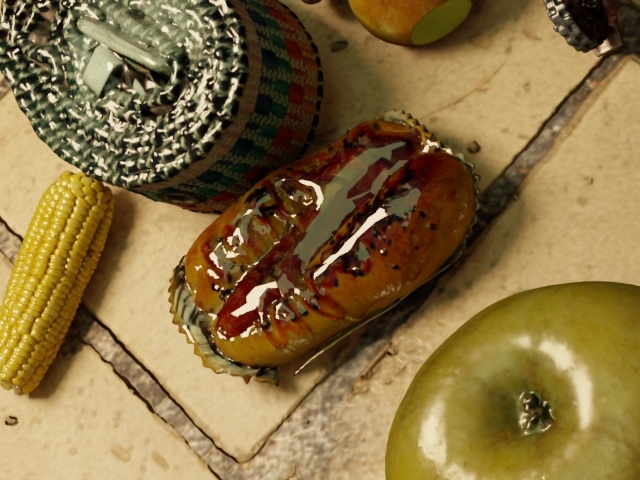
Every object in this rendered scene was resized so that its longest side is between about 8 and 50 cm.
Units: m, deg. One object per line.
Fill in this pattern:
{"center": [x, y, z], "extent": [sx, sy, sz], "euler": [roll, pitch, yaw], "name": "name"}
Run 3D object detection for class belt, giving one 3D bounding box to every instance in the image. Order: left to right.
{"center": [-0.138, -0.144, 1.388], "extent": [0.295, 0.160, 0.206], "euler": [25, 96, 35], "name": "belt"}

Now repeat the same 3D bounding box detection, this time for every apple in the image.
{"center": [0.077, -0.216, 1.352], "extent": [0.114, 0.102, 0.099], "euler": [-33, 70, -2], "name": "apple"}
{"center": [0.174, 0.143, 1.067], "extent": [0.261, 0.194, 0.260], "euler": [-12, 60, 21], "name": "apple"}

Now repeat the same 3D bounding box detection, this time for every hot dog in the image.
{"center": [0.000, 0.000, 1.292], "extent": [0.270, 0.082, 0.162], "euler": [-35, 54, 8], "name": "hot dog"}

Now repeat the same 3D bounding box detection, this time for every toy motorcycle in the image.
{"center": [0.197, -0.243, 1.308], "extent": [0.084, 0.118, 0.212], "euler": [-27, 68, 31], "name": "toy motorcycle"}

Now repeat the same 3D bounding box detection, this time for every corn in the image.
{"center": [-0.233, 0.032, 1.399], "extent": [0.067, 0.067, 0.206], "euler": [13, 74, 30], "name": "corn"}

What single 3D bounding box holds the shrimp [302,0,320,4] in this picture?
{"center": [0.034, -0.320, 1.402], "extent": [0.059, 0.145, 0.254], "euler": [26, 76, -3], "name": "shrimp"}
